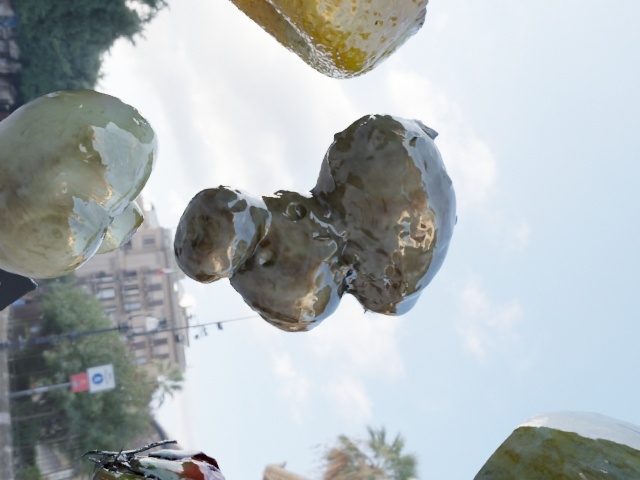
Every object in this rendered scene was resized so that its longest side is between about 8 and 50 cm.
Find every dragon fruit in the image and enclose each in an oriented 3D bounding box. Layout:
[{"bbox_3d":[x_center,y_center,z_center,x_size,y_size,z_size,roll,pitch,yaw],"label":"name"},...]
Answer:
[{"bbox_3d":[-0.197,0.359,0.746,0.234,0.234,0.292,49,-21,49],"label":"dragon fruit"}]

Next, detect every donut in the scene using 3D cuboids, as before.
[{"bbox_3d":[-0.033,-0.262,0.573,0.110,0.303,0.303,-50,-142,4],"label":"donut"}]

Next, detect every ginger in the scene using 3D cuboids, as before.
[{"bbox_3d":[0.000,0.000,0.670,0.155,0.304,0.244,-124,-164,-51],"label":"ginger"}]

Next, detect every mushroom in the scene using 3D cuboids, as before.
[{"bbox_3d":[-0.181,-0.041,0.426,0.148,0.148,0.112,41,-16,54],"label":"mushroom"}]

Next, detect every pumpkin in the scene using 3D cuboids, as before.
[{"bbox_3d":[0.290,0.334,0.647,0.199,0.333,0.331,37,-52,55],"label":"pumpkin"}]

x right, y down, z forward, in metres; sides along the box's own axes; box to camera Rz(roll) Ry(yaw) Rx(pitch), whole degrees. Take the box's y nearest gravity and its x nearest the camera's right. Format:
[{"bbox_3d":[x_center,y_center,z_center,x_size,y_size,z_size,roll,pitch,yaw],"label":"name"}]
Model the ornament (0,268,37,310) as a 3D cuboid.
[{"bbox_3d":[-0.466,0.037,0.926,0.081,0.088,0.203,58,-4,-16],"label":"ornament"}]
